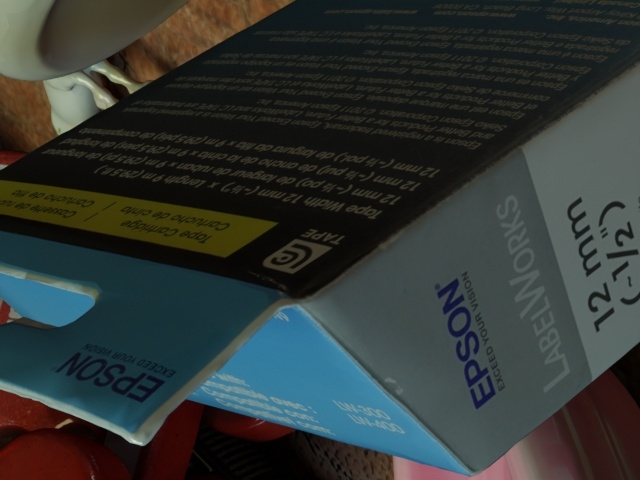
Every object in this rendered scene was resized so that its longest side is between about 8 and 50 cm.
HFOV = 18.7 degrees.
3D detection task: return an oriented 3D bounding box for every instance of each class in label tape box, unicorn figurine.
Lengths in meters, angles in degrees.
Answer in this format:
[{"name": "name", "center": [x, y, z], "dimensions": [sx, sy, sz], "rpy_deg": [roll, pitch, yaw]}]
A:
[{"name": "label tape box", "center": [0.000, 0.000, 0.787], "dimensions": [0.249, 0.348, 0.115], "rpy_deg": [9, 127, 49]}, {"name": "unicorn figurine", "center": [-0.140, -0.097, 1.149], "dimensions": [0.111, 0.060, 0.162], "rpy_deg": [30, 138, 26]}]

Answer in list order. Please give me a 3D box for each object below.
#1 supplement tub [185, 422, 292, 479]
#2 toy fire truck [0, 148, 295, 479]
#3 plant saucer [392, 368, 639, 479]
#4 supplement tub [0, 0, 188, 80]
[{"name": "supplement tub", "center": [-0.127, 0.183, 1.270], "dimensions": [0.316, 0.193, 0.193], "rpy_deg": [44, 147, 16]}, {"name": "toy fire truck", "center": [-0.150, 0.103, 1.126], "dimensions": [0.254, 0.302, 0.169], "rpy_deg": [8, 169, 39]}, {"name": "plant saucer", "center": [0.113, 0.185, 0.953], "dimensions": [0.332, 0.084, 0.332], "rpy_deg": [170, 90, -80]}, {"name": "supplement tub", "center": [-0.164, -0.229, 0.933], "dimensions": [0.272, 0.191, 0.191], "rpy_deg": [48, 147, 10]}]
